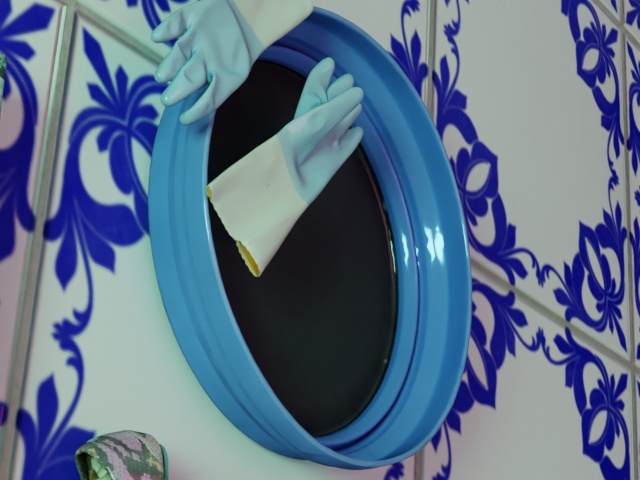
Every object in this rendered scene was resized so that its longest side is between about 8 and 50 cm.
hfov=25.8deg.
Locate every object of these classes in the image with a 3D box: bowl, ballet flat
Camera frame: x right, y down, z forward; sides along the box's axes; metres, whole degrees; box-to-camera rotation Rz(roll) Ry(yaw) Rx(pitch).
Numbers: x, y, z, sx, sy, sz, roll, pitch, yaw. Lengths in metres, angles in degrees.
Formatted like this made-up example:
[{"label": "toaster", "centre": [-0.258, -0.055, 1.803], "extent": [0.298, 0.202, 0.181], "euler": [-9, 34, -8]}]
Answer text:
[{"label": "bowl", "centre": [0.000, 0.000, 1.183], "extent": [0.391, 0.077, 0.391], "euler": [24, 60, -50]}, {"label": "ballet flat", "centre": [-0.132, 0.237, 0.929], "extent": [0.079, 0.077, 0.221], "euler": [1, 73, -37]}]

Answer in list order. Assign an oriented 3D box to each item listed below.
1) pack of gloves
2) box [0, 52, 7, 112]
[{"label": "pack of gloves", "centre": [-0.030, -0.118, 1.069], "extent": [0.195, 0.046, 0.232], "euler": [63, 36, -22]}, {"label": "box", "centre": [-0.292, -0.002, 0.775], "extent": [0.232, 0.058, 0.322], "euler": [26, 59, -49]}]
